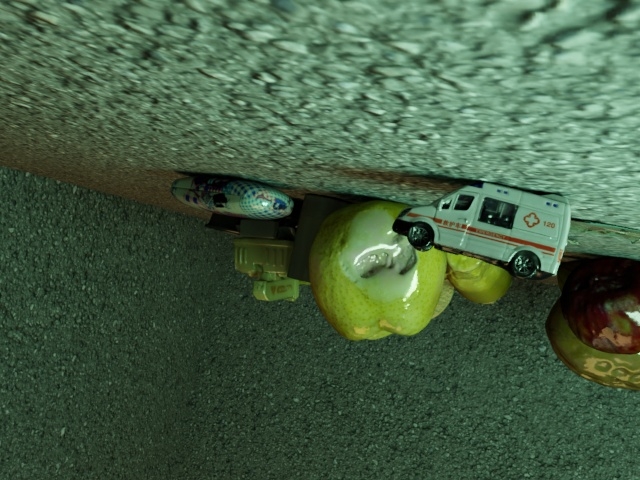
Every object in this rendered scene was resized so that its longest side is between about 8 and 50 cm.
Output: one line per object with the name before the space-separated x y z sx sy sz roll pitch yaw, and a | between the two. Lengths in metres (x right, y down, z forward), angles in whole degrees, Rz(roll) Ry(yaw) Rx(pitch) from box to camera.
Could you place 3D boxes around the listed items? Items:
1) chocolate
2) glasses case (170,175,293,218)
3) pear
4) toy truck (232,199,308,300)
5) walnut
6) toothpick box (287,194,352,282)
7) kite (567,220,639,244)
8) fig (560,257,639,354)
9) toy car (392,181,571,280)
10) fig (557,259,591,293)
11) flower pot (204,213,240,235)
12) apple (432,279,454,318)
chocolate | 0.358 0.048 1.370 0.162 0.162 0.445 11 173 22
glasses case | -0.193 -0.091 1.238 0.328 0.076 0.125 10 179 43
pear | 0.105 0.057 1.085 0.272 0.270 0.271 11 178 0
toy truck | -0.067 0.028 1.519 0.181 0.253 0.405 6 178 24
walnut | 0.828 0.249 1.602 0.398 0.307 0.354 4 162 22
toothpick box | 0.000 0.000 1.231 0.111 0.180 0.111 13 178 0
kite | 0.352 -0.024 0.954 0.369 0.014 0.406 14 176 -44
fig | 0.630 0.138 1.229 0.224 0.223 0.263 10 -179 39
toy car | 0.199 -0.021 0.731 0.210 0.108 0.089 15 -179 15
fig | 0.611 0.079 1.441 0.124 0.124 0.236 13 -160 -38
flower pot | -0.221 -0.069 1.574 0.158 0.106 0.157 15 177 1
apple | 0.226 0.121 1.637 0.292 0.254 0.291 17 -143 -14
